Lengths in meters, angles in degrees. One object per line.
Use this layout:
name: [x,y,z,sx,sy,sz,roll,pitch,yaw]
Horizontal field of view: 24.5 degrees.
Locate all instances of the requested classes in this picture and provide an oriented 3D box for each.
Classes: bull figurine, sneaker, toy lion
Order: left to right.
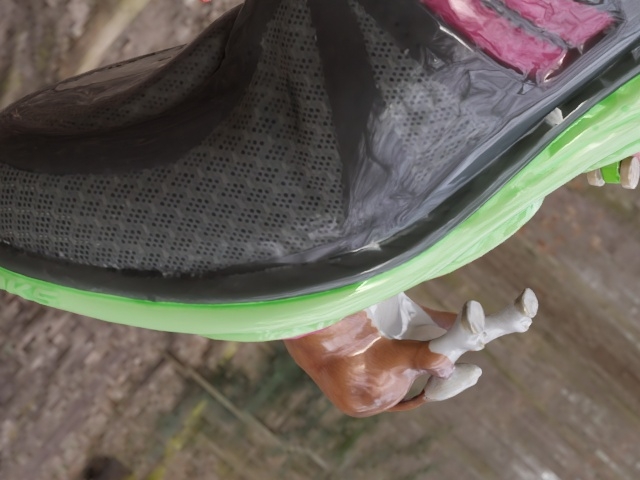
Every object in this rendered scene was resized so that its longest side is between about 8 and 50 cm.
bull figurine: [0.000,0.000,0.963,0.188,0.310,0.101,-13,-140,35]
sneaker: [0.066,-0.120,0.530,0.483,0.202,0.185,-25,-155,16]
toy lion: [0.215,-0.091,1.049,0.034,0.100,0.096,5,-136,31]
